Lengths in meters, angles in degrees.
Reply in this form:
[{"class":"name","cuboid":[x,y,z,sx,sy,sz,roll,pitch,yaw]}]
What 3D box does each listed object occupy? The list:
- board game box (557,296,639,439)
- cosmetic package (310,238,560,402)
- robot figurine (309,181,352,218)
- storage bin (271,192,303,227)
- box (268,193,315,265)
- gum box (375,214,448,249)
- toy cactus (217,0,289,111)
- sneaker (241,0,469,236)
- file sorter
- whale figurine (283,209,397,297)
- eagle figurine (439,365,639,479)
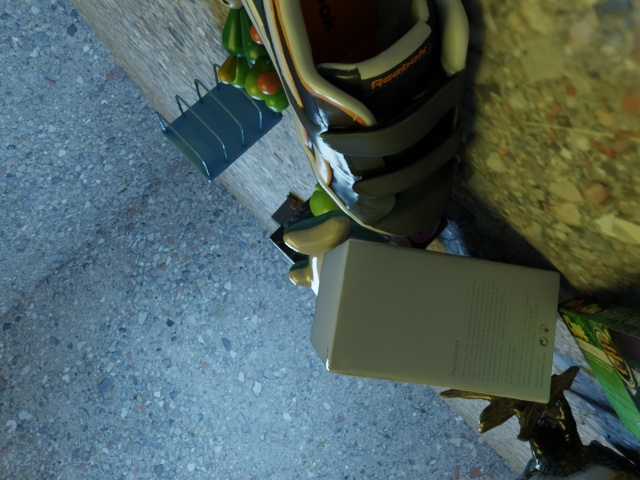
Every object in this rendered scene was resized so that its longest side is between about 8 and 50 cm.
[{"class":"board game box","cuboid":[0.249,0.114,0.353,0.136,0.030,0.260,61,-168,9]},{"class":"cosmetic package","cuboid":[0.113,0.087,0.567,0.225,0.138,0.224,8,174,-6]},{"class":"robot figurine","cuboid":[0.021,-0.067,0.876,0.101,0.067,0.115,57,169,-17]},{"class":"storage bin","cuboid":[-0.071,-0.059,1.326,0.135,0.091,0.098,40,170,32]},{"class":"box","cuboid":[0.000,0.000,0.998,0.156,0.158,0.093,45,172,2]},{"class":"gum box","cuboid":[0.069,-0.078,0.583,0.188,0.062,0.107,51,171,-35]},{"class":"toy cactus","cuboid":[-0.059,-0.223,0.476,0.180,0.112,0.219,68,169,-15]},{"class":"sneaker","cuboid":[0.043,-0.102,0.361,0.321,0.126,0.127,54,175,-38]},{"class":"file sorter","cuboid":[-0.161,-0.204,0.767,0.118,0.170,0.104,46,169,1]},{"class":"whale figurine","cuboid":[0.042,0.011,0.783,0.272,0.216,0.141,42,-144,-52]},{"class":"eagle figurine","cuboid":[0.353,0.313,0.695,0.226,0.225,0.298,12,136,58]}]
